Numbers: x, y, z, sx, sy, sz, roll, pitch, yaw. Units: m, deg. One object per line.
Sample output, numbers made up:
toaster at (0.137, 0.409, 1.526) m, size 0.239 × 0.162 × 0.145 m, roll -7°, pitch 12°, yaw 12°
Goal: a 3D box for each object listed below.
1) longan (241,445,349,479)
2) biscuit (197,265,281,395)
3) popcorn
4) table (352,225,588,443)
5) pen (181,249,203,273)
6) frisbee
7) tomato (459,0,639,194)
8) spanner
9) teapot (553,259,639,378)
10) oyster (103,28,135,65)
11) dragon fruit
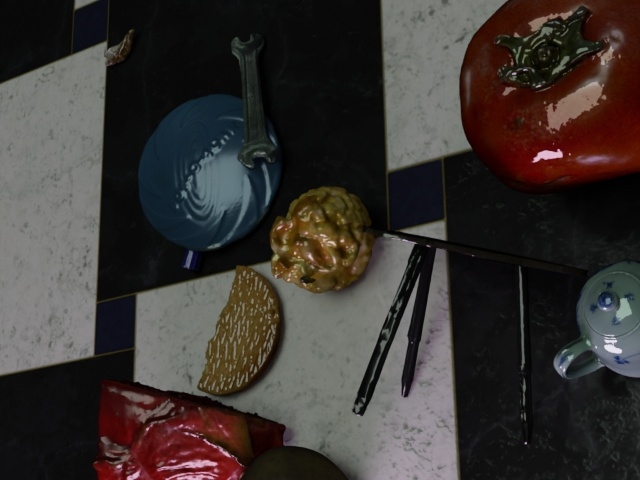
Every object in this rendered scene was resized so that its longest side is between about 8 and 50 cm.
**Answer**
longan at (-0.036, 0.395, 1.830) m, size 0.187 × 0.167 × 0.167 m, roll 9°, pitch 80°, yaw 13°
biscuit at (-0.125, 0.159, 2.049) m, size 0.144 × 0.033 × 0.224 m, roll 12°, pitch 83°, yaw 37°
popcorn at (0.000, 0.000, 1.926) m, size 0.180 × 0.180 × 0.170 m, roll -40°, pitch 22°, yaw 20°
table at (0.159, 0.124, 1.691) m, size 0.317 × 0.317 × 0.249 m, roll 13°, pitch 92°, yaw 39°
pen at (-0.197, -0.074, 2.177) m, size 0.033 × 0.033 × 0.269 m, roll 11°, pitch 82°, yaw 39°
frisbee at (-0.204, -0.126, 2.147) m, size 0.289 × 0.049 × 0.289 m, roll -5°, pitch 76°, yaw 22°
tomato at (0.352, -0.208, 1.641) m, size 0.325 × 0.290 × 0.293 m, roll -20°, pitch 67°, yaw 29°
spanner at (-0.121, -0.248, 2.143) m, size 0.071 × 0.017 × 0.302 m, roll -8°, pitch 58°, yaw -1°
teapot at (0.399, 0.096, 1.601) m, size 0.232 × 0.159 × 0.159 m, roll -49°, pitch 53°, yaw 14°
oyster at (-0.399, -0.381, 2.429) m, size 0.093 × 0.034 × 0.051 m, roll -31°, pitch 42°, yaw 39°
dragon fruit at (-0.206, 0.382, 1.983) m, size 0.302 × 0.240 × 0.330 m, roll 13°, pitch 106°, yaw 12°
